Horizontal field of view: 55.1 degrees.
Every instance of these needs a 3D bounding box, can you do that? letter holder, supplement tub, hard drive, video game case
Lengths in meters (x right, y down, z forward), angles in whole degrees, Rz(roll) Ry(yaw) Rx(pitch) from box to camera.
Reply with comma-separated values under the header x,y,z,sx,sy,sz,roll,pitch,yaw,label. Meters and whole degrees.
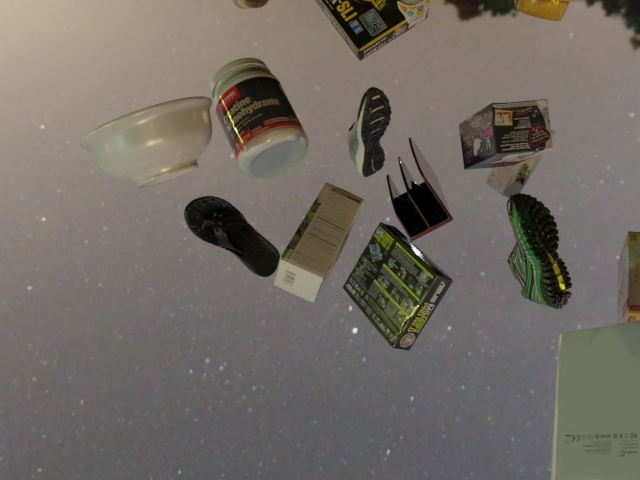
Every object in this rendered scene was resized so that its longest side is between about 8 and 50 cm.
x,y,z,sx,sy,sz,roll,pitch,yaw,label
0.299,-0.182,2.035,0.152,0.214,0.301,-29,-152,16,letter holder
-0.163,-0.316,1.593,0.191,0.191,0.272,-12,-115,-31,supplement tub
0.549,0.319,1.180,0.040,0.210,0.318,29,-121,-25,hard drive
0.656,-0.270,2.039,0.061,0.244,0.269,24,-166,-3,video game case

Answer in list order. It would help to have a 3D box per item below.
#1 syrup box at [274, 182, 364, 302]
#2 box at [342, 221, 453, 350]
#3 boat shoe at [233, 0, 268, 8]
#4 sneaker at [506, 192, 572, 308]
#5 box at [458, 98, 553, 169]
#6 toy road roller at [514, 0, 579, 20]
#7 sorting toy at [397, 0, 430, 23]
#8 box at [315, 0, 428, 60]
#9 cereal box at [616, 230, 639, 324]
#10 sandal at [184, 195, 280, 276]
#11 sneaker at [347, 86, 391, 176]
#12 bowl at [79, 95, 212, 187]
x,y,z,sx,sy,sz,roll,pitch,yaw,label
0.000,0.000,1.257,0.096,0.093,0.236,24,-129,5,syrup box
0.186,0.111,1.553,0.060,0.216,0.270,16,-160,-36,box
-0.204,-0.761,1.537,0.122,0.341,0.110,-14,-158,-33,boat shoe
0.562,0.034,1.672,0.134,0.343,0.146,-33,-158,-33,sneaker
0.503,-0.283,1.684,0.164,0.142,0.247,-6,179,-7,box
0.335,-0.534,1.048,0.241,0.202,0.329,13,-143,1,toy road roller
0.230,-0.549,1.453,0.083,0.075,0.044,-29,-112,-1,sorting toy
0.142,-0.764,1.929,0.257,0.079,0.322,-33,-103,1,box
0.800,0.121,1.584,0.047,0.173,0.240,6,-121,19,cereal box
-0.294,-0.018,2.224,0.446,0.167,0.107,38,163,-36,sandal
0.115,-0.293,1.635,0.100,0.271,0.108,-27,-123,-24,sneaker
-0.357,-0.201,1.348,0.298,0.134,0.298,-20,-173,2,bowl
